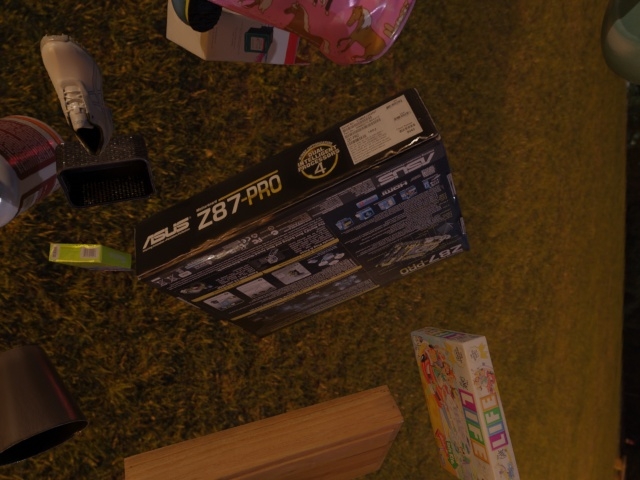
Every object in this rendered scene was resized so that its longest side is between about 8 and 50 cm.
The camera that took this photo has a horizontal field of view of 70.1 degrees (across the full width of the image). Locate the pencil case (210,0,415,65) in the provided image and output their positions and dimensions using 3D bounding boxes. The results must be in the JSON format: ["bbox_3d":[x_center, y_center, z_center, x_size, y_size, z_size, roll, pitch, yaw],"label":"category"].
[{"bbox_3d":[-0.066,-0.321,0.488,0.387,0.167,0.159,6,62,-36],"label":"pencil case"}]

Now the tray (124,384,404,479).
[{"bbox_3d":[-0.080,0.368,0.744,0.412,0.076,0.202,-9,135,-18],"label":"tray"}]

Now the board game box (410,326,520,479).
[{"bbox_3d":[0.144,0.170,0.464,0.026,0.103,0.153,-12,88,-18],"label":"board game box"}]

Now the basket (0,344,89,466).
[{"bbox_3d":[-0.700,0.382,1.096,0.205,0.226,0.154,-14,150,-39],"label":"basket"}]

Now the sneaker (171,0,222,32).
[{"bbox_3d":[-0.153,-0.381,0.581,0.069,0.082,0.209,-22,153,-43],"label":"sneaker"}]

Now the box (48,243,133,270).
[{"bbox_3d":[-0.501,0.039,1.016,0.178,0.109,0.042,99,-8,-81],"label":"box"}]

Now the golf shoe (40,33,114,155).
[{"bbox_3d":[-0.344,-0.202,0.658,0.176,0.069,0.085,87,-12,-52],"label":"golf shoe"}]

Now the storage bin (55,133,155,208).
[{"bbox_3d":[-0.466,-0.151,0.997,0.180,0.084,0.122,-11,146,-17],"label":"storage bin"}]

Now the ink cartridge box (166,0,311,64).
[{"bbox_3d":[-0.132,-0.368,0.804,0.231,0.134,0.077,-17,133,-42],"label":"ink cartridge box"}]

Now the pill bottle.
[{"bbox_3d":[-0.789,-0.155,1.083,0.392,0.224,0.223,-98,173,-66],"label":"pill bottle"}]

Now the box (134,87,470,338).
[{"bbox_3d":[0.000,0.000,0.656,0.318,0.395,0.097,47,22,-55],"label":"box"}]

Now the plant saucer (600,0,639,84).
[{"bbox_3d":[0.500,-0.336,0.552,0.044,0.318,0.317,30,71,-28],"label":"plant saucer"}]
